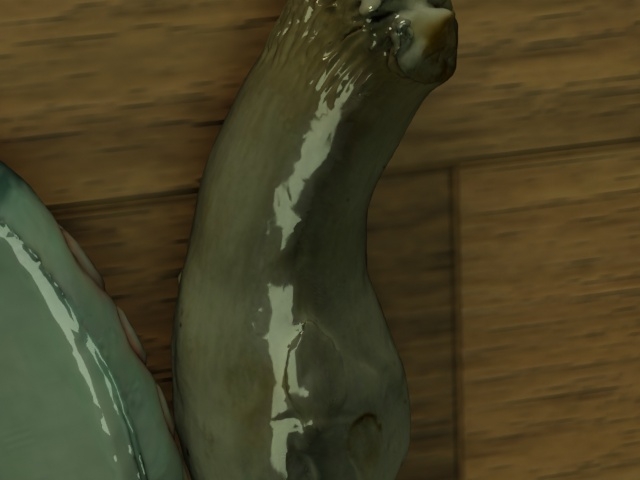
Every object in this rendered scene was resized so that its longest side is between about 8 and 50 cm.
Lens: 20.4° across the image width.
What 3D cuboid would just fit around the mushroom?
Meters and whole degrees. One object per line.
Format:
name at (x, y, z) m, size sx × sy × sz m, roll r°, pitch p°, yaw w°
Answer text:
mushroom at (-0.004, -0.002, 0.638) m, size 0.092 × 0.081 × 0.223 m, roll 8°, pitch 108°, yaw 4°

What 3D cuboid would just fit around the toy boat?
toy boat at (-0.119, 0.068, 0.646) m, size 0.134 × 0.079 × 0.208 m, roll -20°, pitch 107°, yaw 10°
